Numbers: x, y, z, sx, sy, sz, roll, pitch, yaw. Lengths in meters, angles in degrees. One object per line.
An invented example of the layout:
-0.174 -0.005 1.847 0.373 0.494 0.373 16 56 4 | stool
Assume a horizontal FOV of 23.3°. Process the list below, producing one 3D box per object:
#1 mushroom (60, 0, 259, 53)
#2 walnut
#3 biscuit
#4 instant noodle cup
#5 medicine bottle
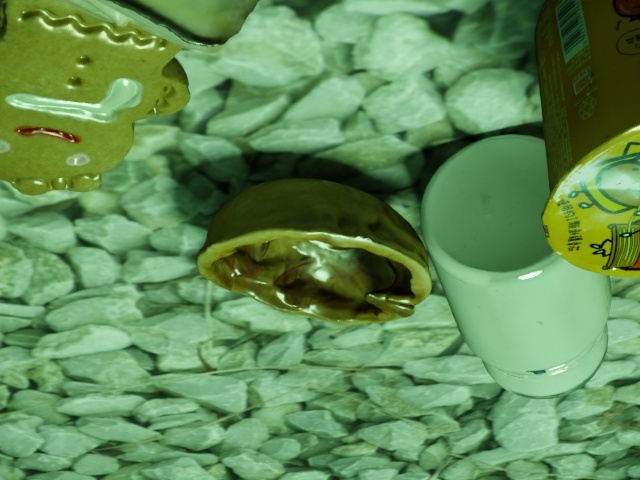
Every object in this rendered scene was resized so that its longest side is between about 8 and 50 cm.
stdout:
-0.136 -0.219 0.886 0.236 0.173 0.162 25 93 -21 | mushroom
-0.001 -0.002 1.287 0.211 0.087 0.167 21 152 -35 | walnut
-0.192 -0.107 1.130 0.184 0.035 0.249 10 145 -26 | biscuit
0.248 -0.097 1.105 0.215 0.172 0.216 -6 149 -4 | instant noodle cup
0.176 0.032 1.330 0.143 0.143 0.258 -13 147 10 | medicine bottle
